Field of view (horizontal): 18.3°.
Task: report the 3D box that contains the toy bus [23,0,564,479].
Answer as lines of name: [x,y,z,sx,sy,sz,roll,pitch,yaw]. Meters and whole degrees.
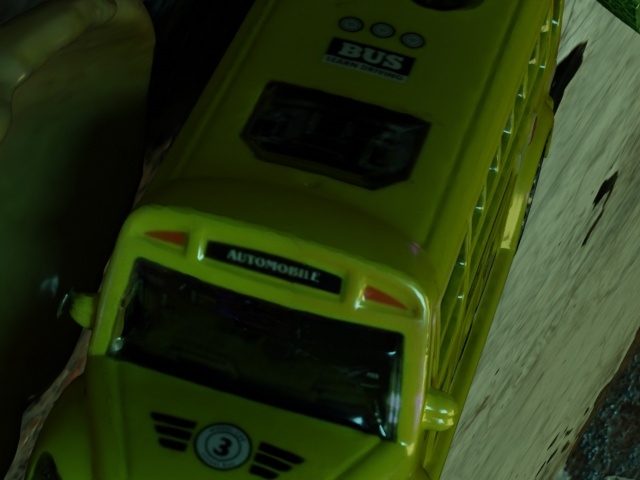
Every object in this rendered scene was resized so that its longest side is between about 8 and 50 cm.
toy bus: [0.000,0.000,0.768,0.331,0.145,0.151,-66,169,-47]

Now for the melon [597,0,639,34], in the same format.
melon: [0.202,-0.204,1.226,0.118,0.064,0.209,-45,157,-33]

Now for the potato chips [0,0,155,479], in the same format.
potato chips: [-0.119,-0.001,0.676,0.195,0.062,0.208,-67,169,3]
